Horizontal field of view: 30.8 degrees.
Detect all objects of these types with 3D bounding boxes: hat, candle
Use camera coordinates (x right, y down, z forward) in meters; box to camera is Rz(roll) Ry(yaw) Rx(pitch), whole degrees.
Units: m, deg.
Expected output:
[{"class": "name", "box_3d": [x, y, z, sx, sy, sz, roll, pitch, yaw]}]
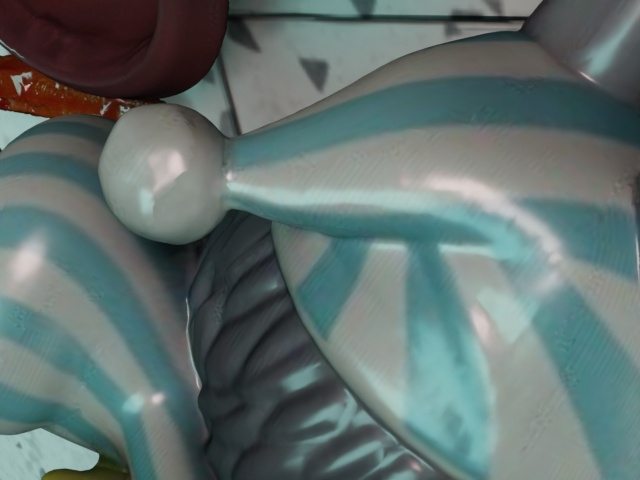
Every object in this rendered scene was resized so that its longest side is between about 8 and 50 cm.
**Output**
[{"class": "hat", "box_3d": [-0.124, -0.169, 0.620, 0.205, 0.089, 0.205, 21, 136, 22]}, {"class": "candle", "box_3d": [-0.159, -0.088, 0.741, 0.162, 0.048, 0.053, 14, 158, 31]}]

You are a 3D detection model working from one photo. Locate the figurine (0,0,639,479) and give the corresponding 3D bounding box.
[{"class": "figurine", "box_3d": [0.025, -0.017, 0.508, 0.361, 0.266, 0.377, 33, 113, -6]}]
